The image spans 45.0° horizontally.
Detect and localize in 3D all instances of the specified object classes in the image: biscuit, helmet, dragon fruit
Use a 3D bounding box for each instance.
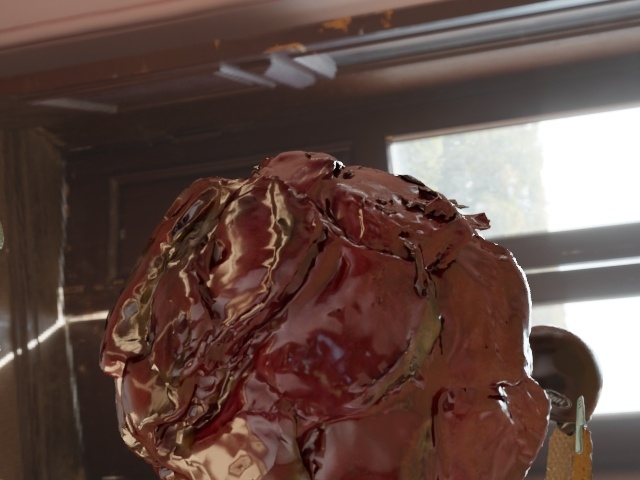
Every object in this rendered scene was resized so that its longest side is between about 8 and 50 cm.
[{"bbox_3d":[0.471,0.547,1.497,0.094,0.054,0.379,140,-35,-66],"label":"biscuit"},{"bbox_3d":[0.419,0.253,1.421,0.216,0.189,0.193,-48,160,-73],"label":"helmet"},{"bbox_3d":[0.001,0.086,0.578,0.329,0.329,0.329,-7,90,-77],"label":"dragon fruit"}]

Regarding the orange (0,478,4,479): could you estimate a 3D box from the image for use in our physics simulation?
[{"bbox_3d":[-0.655,0.529,1.506,0.117,0.135,0.136,-74,154,-59],"label":"orange"}]

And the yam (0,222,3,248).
[{"bbox_3d":[-0.641,0.078,1.208,0.133,0.330,0.133,43,6,-6],"label":"yam"}]

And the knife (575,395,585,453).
[{"bbox_3d":[0.367,0.259,1.091,0.005,0.014,0.091,42,45,-27],"label":"knife"}]
